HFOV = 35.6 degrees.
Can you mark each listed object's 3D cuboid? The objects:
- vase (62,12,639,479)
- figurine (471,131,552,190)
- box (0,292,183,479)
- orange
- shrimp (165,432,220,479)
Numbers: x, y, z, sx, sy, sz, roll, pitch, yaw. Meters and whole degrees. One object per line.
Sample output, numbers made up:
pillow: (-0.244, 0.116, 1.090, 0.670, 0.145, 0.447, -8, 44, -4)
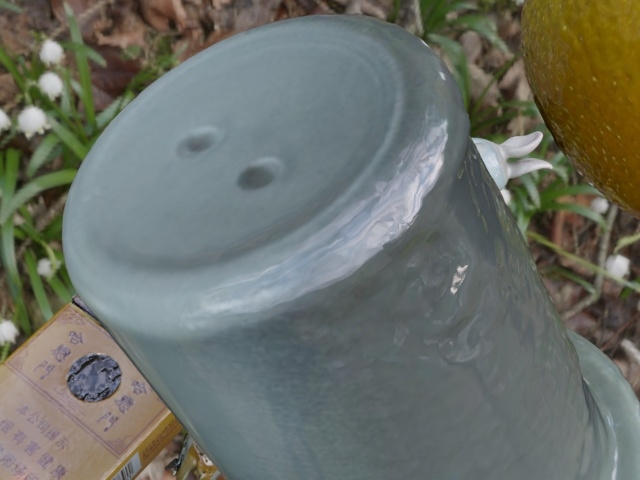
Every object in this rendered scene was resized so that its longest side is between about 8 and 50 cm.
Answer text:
vase: (0.023, 0.046, 0.500, 0.245, 0.291, 0.245, -17, 41, 15)
figurine: (0.187, -0.086, 1.382, 0.236, 0.155, 0.127, -12, 93, 33)
box: (-0.352, 0.242, 1.549, 0.264, 0.115, 0.415, 35, 61, 19)
orange: (0.208, -0.104, 0.479, 0.236, 0.236, 0.236, 1, 56, -2)
shrimp: (-0.099, 0.183, 1.315, 0.068, 0.185, 0.287, 32, 31, -7)
